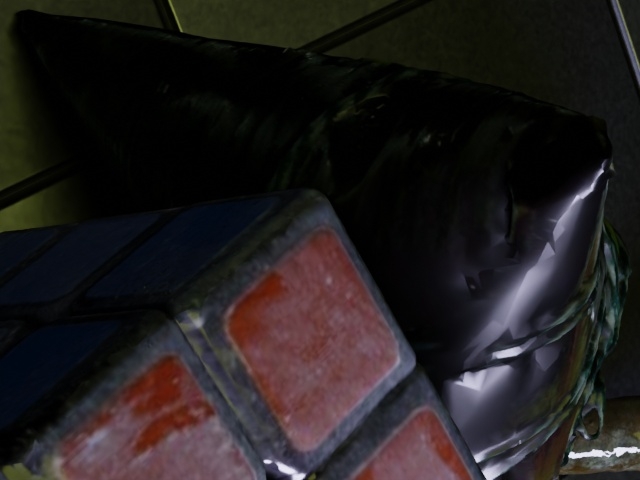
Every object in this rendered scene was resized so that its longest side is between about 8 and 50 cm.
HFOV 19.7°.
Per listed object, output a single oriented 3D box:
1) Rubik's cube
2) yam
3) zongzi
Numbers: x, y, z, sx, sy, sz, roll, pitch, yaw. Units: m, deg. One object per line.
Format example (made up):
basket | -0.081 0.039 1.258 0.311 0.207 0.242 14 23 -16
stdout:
Rubik's cube | -0.110 0.183 0.870 0.305 0.301 0.303 -40 109 -33
yam | 0.269 0.127 1.215 0.274 0.061 0.061 0 90 -4
zongzi | 0.000 0.000 1.046 0.319 0.362 0.383 -55 155 -23
